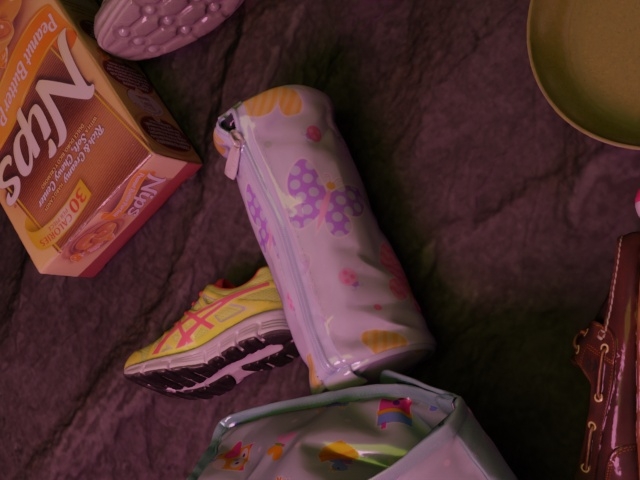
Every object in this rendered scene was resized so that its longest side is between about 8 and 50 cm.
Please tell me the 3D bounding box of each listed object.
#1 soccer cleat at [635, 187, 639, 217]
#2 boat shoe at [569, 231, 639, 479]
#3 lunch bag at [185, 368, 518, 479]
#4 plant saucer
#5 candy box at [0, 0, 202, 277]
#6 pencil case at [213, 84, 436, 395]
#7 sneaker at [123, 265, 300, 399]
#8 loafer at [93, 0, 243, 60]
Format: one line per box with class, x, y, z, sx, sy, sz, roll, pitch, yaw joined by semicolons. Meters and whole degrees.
soccer cleat;0.376;-0.022;0.712;0.331;0.116;0.143;-15;88;32
boat shoe;0.222;0.095;0.816;0.073;0.073;0.207;1;86;29
lunch bag;0.049;0.225;0.816;0.262;0.160;0.223;-22;111;31
plant saucer;0.273;-0.175;0.812;0.241;0.037;0.241;-12;68;32
candy box;-0.278;-0.139;1.133;0.183;0.087;0.316;-44;65;20
pencil case;0.000;0.000;0.931;0.113;0.124;0.273;-28;72;17
sneaker;-0.100;0.086;1.019;0.208;0.081;0.094;-22;55;30
loafer;-0.101;-0.297;1.038;0.319;0.112;0.111;-37;55;22
